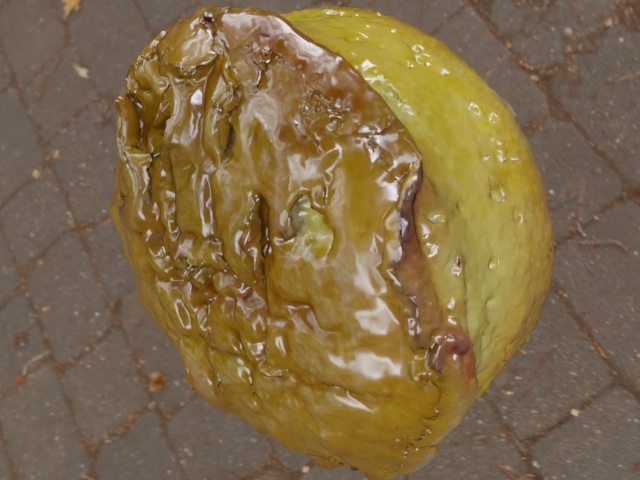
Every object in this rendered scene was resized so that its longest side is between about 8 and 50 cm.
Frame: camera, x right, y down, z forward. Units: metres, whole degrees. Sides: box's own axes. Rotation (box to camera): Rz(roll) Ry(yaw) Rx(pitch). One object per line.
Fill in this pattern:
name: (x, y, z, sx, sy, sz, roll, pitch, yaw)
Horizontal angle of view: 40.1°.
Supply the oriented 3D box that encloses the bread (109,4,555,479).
bread: (0.000, 0.000, 0.700, 0.398, 0.215, 0.398, 26, 132, 34)
